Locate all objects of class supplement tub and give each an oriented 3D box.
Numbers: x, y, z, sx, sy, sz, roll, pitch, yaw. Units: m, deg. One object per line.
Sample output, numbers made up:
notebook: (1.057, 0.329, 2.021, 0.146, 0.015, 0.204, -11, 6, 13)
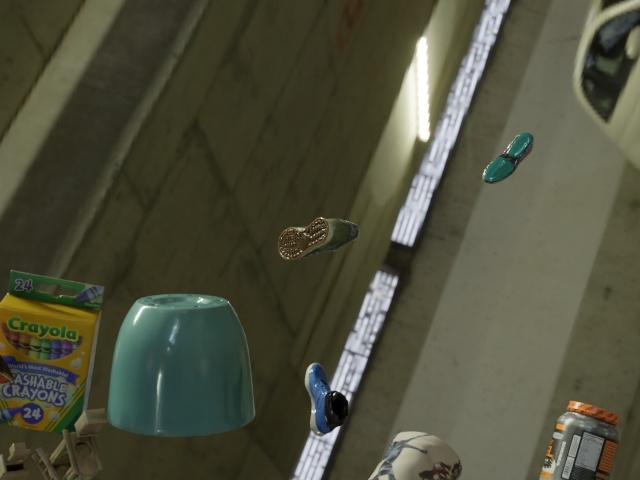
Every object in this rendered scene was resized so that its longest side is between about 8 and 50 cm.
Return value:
supplement tub: (0.468, 0.393, 1.709, 0.117, 0.117, 0.190, 53, -125, -73)

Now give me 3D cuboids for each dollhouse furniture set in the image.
dollhouse furniture set: (-0.494, 0.408, 1.764, 0.161, 0.101, 0.182, 1, -37, -38)

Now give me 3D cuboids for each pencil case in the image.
pencil case: (0.156, 0.560, 1.908, 0.160, 0.183, 0.410, -30, 13, 40)

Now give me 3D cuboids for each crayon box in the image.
crayon box: (-0.584, 0.241, 2.003, 0.083, 0.203, 0.322, -98, 19, -74)

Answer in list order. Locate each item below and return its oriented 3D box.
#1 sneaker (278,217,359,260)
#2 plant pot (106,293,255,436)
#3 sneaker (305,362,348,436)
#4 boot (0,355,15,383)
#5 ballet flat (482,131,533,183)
sneaker: (0.000, 0.000, 1.754, 0.192, 0.086, 0.064, -22, 70, 59)
plant pot: (-0.275, 0.232, 1.878, 0.293, 0.293, 0.235, -19, -69, -72)
sneaker: (0.017, 0.303, 1.872, 0.085, 0.058, 0.152, -33, 46, 37)
boot: (-0.666, 0.265, 1.879, 0.085, 0.059, 0.158, -36, -17, -4)
ballet flat: (0.311, -0.128, 1.561, 0.114, 0.041, 0.041, -46, -20, -11)
